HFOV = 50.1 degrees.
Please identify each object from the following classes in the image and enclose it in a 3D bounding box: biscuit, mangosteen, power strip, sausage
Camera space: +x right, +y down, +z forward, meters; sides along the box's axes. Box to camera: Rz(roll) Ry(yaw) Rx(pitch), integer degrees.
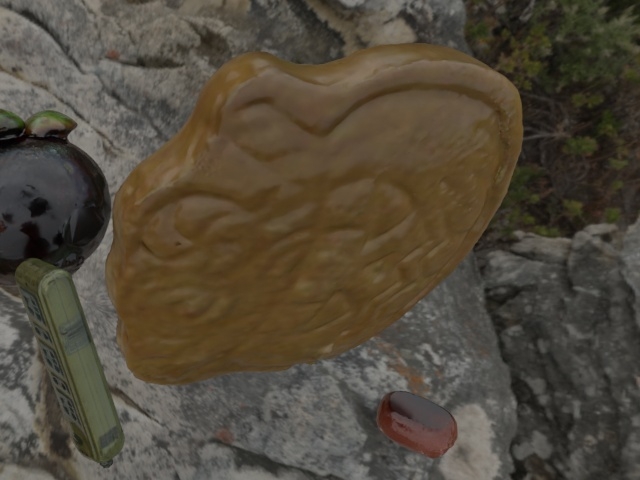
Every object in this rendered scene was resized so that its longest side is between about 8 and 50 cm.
[{"bbox_3d":[0.001,0.002,0.608,0.365,0.385,0.062,-4,48,-29],"label":"biscuit"},{"bbox_3d":[-0.518,-0.069,1.189,0.311,0.311,0.311,2,85,-19],"label":"mangosteen"},{"bbox_3d":[-0.378,0.206,1.049,0.066,0.092,0.387,-33,127,-39],"label":"power strip"},{"bbox_3d":[0.107,0.208,0.771,0.094,0.054,0.059,20,43,19],"label":"sausage"}]
